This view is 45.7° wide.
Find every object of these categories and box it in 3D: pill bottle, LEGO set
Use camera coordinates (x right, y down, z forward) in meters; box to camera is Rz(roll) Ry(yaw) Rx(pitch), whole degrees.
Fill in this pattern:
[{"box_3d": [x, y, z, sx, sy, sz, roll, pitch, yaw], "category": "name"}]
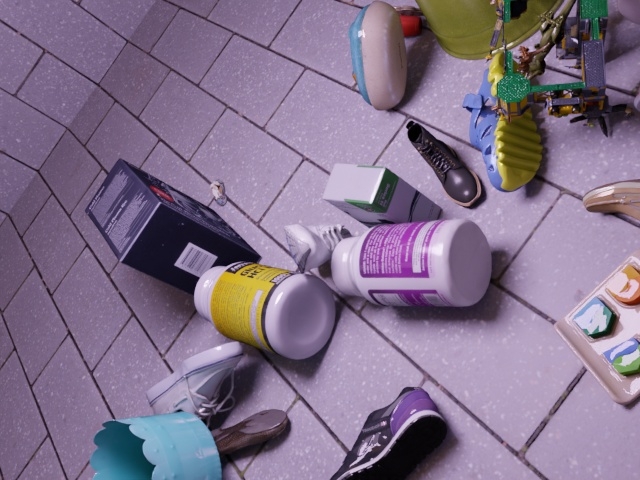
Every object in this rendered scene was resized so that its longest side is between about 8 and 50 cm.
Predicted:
[{"box_3d": [0.172, 0.048, 1.515, 0.301, 0.169, 0.169, -3, 63, 43], "category": "pill bottle"}, {"box_3d": [0.448, -0.348, 1.470, 0.255, 0.192, 0.331, -9, 69, 13], "category": "LEGO set"}, {"box_3d": [-0.139, 0.149, 1.740, 0.334, 0.188, 0.188, 9, 71, 46], "category": "pill bottle"}]

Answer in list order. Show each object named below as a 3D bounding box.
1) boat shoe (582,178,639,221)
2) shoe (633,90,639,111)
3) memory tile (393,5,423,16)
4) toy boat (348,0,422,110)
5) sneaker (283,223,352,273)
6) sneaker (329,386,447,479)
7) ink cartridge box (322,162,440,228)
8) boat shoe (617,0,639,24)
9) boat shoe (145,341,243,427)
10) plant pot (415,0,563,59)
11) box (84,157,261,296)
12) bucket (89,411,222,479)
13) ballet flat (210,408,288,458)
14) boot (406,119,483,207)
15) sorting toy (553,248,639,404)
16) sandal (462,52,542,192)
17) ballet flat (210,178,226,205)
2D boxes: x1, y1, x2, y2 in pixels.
[{"box_3d": [0.547, -0.065, 1.305, 0.190, 0.068, 0.072, -12, 69, 39], "category": "boat shoe"}, {"box_3d": [0.641, -0.304, 1.369, 0.178, 0.063, 0.081, -31, 45, 20], "category": "shoe"}, {"box_3d": [0.208, -0.585, 1.939, 0.148, 0.113, 0.012, 15, 105, 47], "category": "memory tile"}, {"box_3d": [0.144, -0.470, 1.855, 0.148, 0.267, 0.318, 5, 39, 21], "category": "toy boat"}, {"box_3d": [0.000, 0.000, 1.653, 0.129, 0.297, 0.111, -20, 91, 7], "category": "sneaker"}, {"box_3d": [0.111, 0.392, 1.428, 0.283, 0.107, 0.124, -43, 28, 10], "category": "sneaker"}, {"box_3d": [0.132, -0.079, 1.608, 0.153, 0.208, 0.087, 9, 75, 48], "category": "ink cartridge box"}, {"box_3d": [0.727, -0.487, 1.370, 0.340, 0.127, 0.158, 5, 62, 38], "category": "boat shoe"}, {"box_3d": [-0.282, 0.366, 1.773, 0.367, 0.136, 0.156, -37, 69, 37], "category": "boat shoe"}, {"box_3d": [0.318, -0.655, 1.684, 0.366, 0.353, 0.366, -24, 51, 33], "category": "plant pot"}, {"box_3d": [-0.385, -0.018, 1.969, 0.179, 0.343, 0.312, -56, 41, 4], "category": "box"}, {"box_3d": [-0.360, 0.512, 1.662, 0.281, 0.183, 0.281, 2, 93, 45], "category": "bucket"}, {"box_3d": [-0.168, 0.438, 1.691, 0.250, 0.058, 0.084, -25, 14, 25], "category": "ballet flat"}, {"box_3d": [0.252, -0.160, 1.596, 0.077, 0.137, 0.198, -45, 42, 14], "category": "boot"}, {"box_3d": [0.506, 0.133, 1.234, 0.208, 0.038, 0.193, -45, 42, 13], "category": "sorting toy"}, {"box_3d": [0.364, -0.226, 1.557, 0.138, 0.126, 0.317, -35, 40, 45], "category": "sandal"}, {"box_3d": [-0.300, -0.148, 2.203, 0.041, 0.041, 0.114, -42, 42, 16], "category": "ballet flat"}]
